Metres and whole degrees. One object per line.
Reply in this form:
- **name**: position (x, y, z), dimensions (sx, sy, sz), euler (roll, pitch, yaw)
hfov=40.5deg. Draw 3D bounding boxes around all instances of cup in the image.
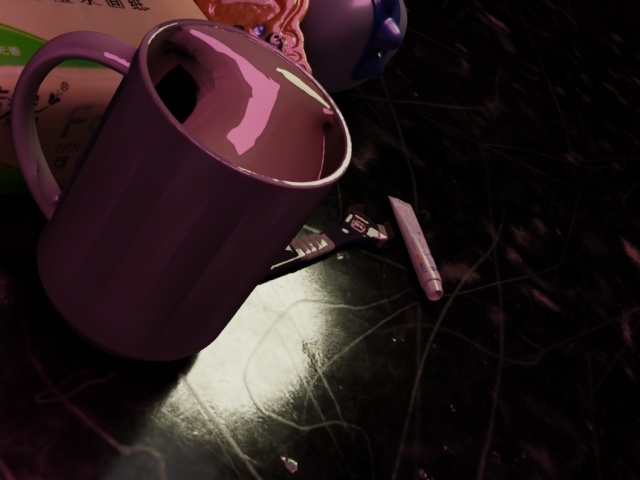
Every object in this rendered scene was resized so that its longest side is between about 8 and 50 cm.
- **cup**: position (-0.184, -0.056, 0.922), dimensions (0.323, 0.327, 0.236), euler (28, 39, -16)

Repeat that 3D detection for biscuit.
- **biscuit**: position (-0.117, -0.361, 1.394), dimensions (0.202, 0.047, 0.333), euler (-1, 72, -5)

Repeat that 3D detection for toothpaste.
- **toothpaste**: position (0.156, 0.007, 1.399), dimensions (0.052, 0.033, 0.218), euler (19, 38, -32)

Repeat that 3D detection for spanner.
- **spanner**: position (0.000, 0.000, 1.281), dimensions (0.316, 0.024, 0.087), euler (-19, 63, -48)

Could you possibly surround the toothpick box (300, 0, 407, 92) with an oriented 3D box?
- **toothpick box**: position (0.008, -0.428, 1.539), dimensions (0.263, 0.263, 0.354), euler (-15, 64, -48)

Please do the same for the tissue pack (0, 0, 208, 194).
- **tissue pack**: position (-0.337, -0.231, 1.081), dimensions (0.405, 0.205, 0.331), euler (-8, 53, -46)
